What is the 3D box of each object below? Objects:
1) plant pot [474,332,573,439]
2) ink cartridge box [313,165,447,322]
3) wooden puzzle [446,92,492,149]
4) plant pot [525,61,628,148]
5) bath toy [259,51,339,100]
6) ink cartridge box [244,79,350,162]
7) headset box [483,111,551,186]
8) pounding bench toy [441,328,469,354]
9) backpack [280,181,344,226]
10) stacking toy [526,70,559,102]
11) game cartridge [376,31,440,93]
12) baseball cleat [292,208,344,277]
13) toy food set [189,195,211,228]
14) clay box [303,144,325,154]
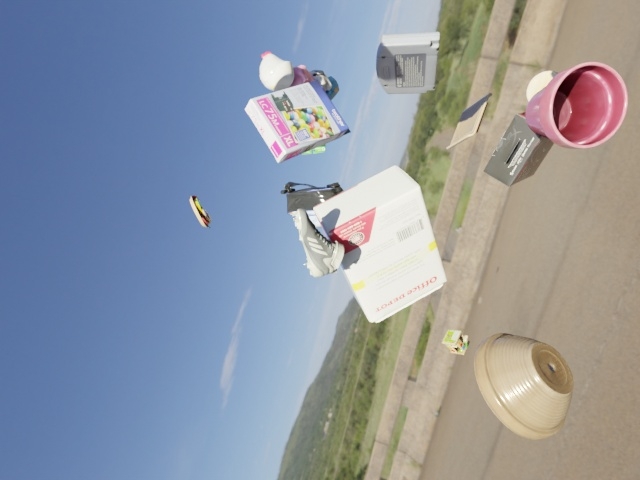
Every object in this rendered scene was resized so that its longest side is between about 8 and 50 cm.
[{"bbox_3d":[0.468,0.301,0.995,0.110,0.237,0.237,-53,10,45],"label":"plant pot"},{"bbox_3d":[0.184,0.021,1.339,0.385,0.279,0.160,64,177,-36],"label":"ink cartridge box"},{"bbox_3d":[0.689,-0.541,2.083,0.239,0.044,0.221,-63,9,-10],"label":"wooden puzzle"},{"bbox_3d":[0.635,-0.338,1.166,0.180,0.201,0.202,-114,38,-78],"label":"plant pot"},{"bbox_3d":[-0.084,-0.524,1.483,0.151,0.129,0.348,-41,-16,27],"label":"bath toy"},{"bbox_3d":[-0.046,-0.362,1.329,0.311,0.186,0.065,-30,-4,-38],"label":"ink cartridge box"},{"bbox_3d":[0.693,-0.317,1.541,0.293,0.110,0.218,-20,-39,-46],"label":"headset box"},{"bbox_3d":[0.437,0.321,1.411,0.083,0.065,0.052,-7,43,54],"label":"pounding bench toy"},{"bbox_3d":[0.003,-0.155,1.999,0.263,0.276,0.214,-21,-68,-66],"label":"backpack"},{"bbox_3d":[0.941,-0.582,1.792,0.330,0.141,0.141,-13,-57,-46],"label":"stacking toy"},{"bbox_3d":[0.281,-0.573,1.477,0.297,0.197,0.062,45,-127,-75],"label":"game cartridge"},{"bbox_3d":[0.000,0.000,1.132,0.072,0.109,0.206,-101,-2,-52],"label":"baseball cleat"},{"bbox_3d":[-0.273,-0.065,1.033,0.083,0.020,0.082,68,173,-26],"label":"toy food set"},{"bbox_3d":[-0.047,-0.534,2.207,0.053,0.127,0.222,94,167,-74],"label":"clay box"}]
